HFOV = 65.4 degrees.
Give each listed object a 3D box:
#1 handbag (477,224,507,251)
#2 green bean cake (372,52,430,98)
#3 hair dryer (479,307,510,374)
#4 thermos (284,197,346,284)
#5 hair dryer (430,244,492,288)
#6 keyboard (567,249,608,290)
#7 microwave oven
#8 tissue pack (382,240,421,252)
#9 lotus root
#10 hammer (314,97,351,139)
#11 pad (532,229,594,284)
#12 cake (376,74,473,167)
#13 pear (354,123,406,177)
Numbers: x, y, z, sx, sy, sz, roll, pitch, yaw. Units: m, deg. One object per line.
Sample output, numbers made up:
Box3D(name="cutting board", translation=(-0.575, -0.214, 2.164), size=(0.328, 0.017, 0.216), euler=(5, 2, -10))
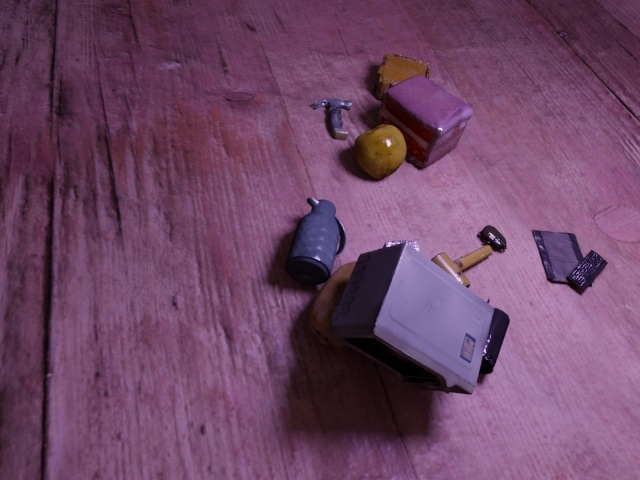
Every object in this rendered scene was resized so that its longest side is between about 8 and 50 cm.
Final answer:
Box3D(name="handbag", translation=(0.613, -0.006, 1.760), size=(0.072, 0.047, 0.111), euler=(-30, 64, -35))
Box3D(name="green bean cake", translation=(0.358, -0.704, 2.192), size=(0.224, 0.131, 0.229), euler=(15, 55, 2))
Box3D(name="hair dryer", translation=(0.428, 0.259, 1.504), size=(0.251, 0.089, 0.197), euler=(26, 53, 17))
Box3D(name="thermos", translation=(0.000, 0.000, 1.580), size=(0.182, 0.145, 0.286), euler=(38, 46, -23))
Box3D(name="hair dryer", translation=(0.482, 0.085, 1.649), size=(0.279, 0.090, 0.135), euler=(-22, 59, -32))
Box3D(name="keyboard", translation=(0.933, 0.100, 1.736), size=(0.196, 0.015, 0.074), euler=(-32, 63, -31))
Box3D(name="microwave oven", translation=(0.240, 0.212, 1.318), size=(0.355, 0.218, 0.286), euler=(34, 63, -23))
Box3D(name="tissue pack", translation=(0.235, 0.058, 1.566), size=(0.112, 0.156, 0.051), euler=(-1, 58, -13))
Box3D(name="lotus root", translation=(0.091, 0.162, 1.459), size=(0.169, 0.151, 0.342), euler=(31, 58, 10))
Box3D(name="hammer", translation=(0.061, -0.500, 2.031), size=(0.159, 0.041, 0.226), euler=(0, 53, -11))
Box3D(name="pad", translation=(0.864, 0.057, 1.782), size=(0.174, 0.022, 0.233), euler=(4, 51, -7))
Box3D(name="cake", translation=(0.396, -0.471, 1.953), size=(0.230, 0.237, 0.309), euler=(-30, 63, -30))
Box3D(name="pear", translation=(0.226, -0.327, 1.848), size=(0.197, 0.197, 0.197), euler=(6, 52, -7))
